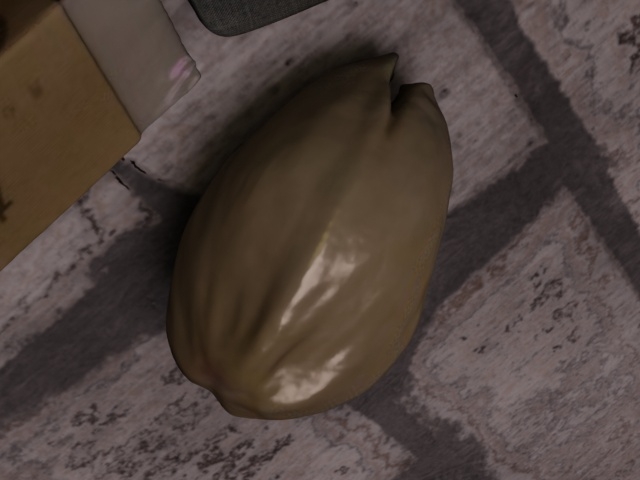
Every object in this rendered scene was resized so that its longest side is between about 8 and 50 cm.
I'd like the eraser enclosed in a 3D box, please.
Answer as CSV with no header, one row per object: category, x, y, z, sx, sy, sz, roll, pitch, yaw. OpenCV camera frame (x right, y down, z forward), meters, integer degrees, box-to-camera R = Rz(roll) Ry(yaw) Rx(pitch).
eraser,-0.240,-0.056,0.741,0.343,0.078,0.144,-46,144,-14

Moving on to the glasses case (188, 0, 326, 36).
glasses case,0.038,-0.265,0.804,0.323,0.074,0.131,-25,131,-9

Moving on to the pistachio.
pistachio,0.000,0.000,0.911,0.332,0.207,0.226,-64,172,7
